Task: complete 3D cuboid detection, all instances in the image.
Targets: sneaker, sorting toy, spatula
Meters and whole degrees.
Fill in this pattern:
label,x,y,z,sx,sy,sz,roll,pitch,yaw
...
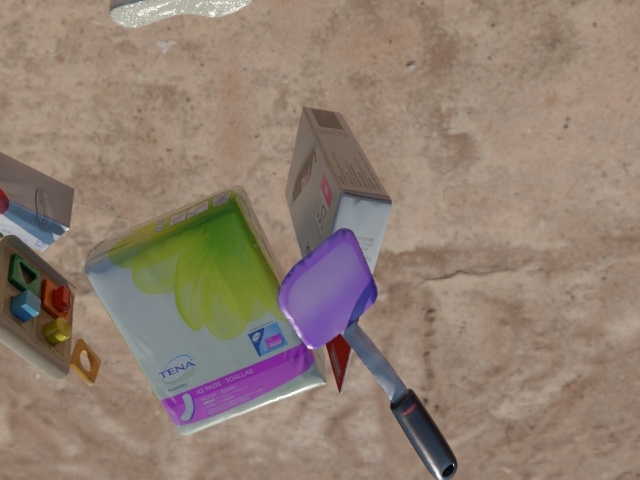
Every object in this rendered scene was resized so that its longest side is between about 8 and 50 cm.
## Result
label,x,y,z,sx,sy,sz,roll,pitch,yaw
sneaker,-0.142,-0.273,0.793,0.152,0.085,0.058,-8,161,10
sorting toy,-0.454,0.105,1.259,0.047,0.196,0.348,-23,134,13
spatula,0.055,0.119,0.677,0.084,0.030,0.296,-38,117,-12

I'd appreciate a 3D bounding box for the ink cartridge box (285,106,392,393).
label,x,y,z,sx,sy,sz,roll,pitch,yaw
ink cartridge box,0.000,0.000,0.903,0.060,0.275,0.239,7,115,-14

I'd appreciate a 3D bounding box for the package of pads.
label,x,y,z,sx,sy,sz,roll,pitch,yaw
package of pads,-0.152,0.099,1.042,0.229,0.101,0.296,-22,108,8

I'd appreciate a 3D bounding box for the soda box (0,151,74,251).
label,x,y,z,sx,sy,sz,roll,pitch,yaw
soda box,-0.558,-0.090,1.280,0.091,0.098,0.286,-34,134,30
